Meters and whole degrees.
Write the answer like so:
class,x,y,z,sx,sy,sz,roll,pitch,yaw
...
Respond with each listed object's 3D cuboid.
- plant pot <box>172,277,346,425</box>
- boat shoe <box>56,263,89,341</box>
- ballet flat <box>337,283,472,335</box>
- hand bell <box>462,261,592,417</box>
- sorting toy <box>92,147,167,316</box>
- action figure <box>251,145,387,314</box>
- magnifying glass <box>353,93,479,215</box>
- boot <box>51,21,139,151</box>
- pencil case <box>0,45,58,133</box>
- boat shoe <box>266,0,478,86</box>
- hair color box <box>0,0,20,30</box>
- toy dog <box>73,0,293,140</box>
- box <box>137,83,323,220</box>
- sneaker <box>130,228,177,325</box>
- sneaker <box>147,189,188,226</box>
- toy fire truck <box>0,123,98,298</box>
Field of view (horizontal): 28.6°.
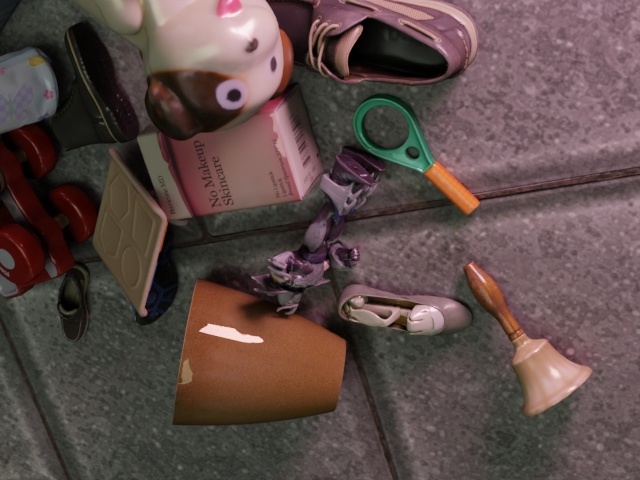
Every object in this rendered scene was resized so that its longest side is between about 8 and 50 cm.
class,x,y,z,sx,sy,sz,roll,pitch,yaw
plant pot,-0.093,0.198,2.007,0.254,0.237,0.237,10,119,-2
boat shoe,-0.431,0.113,2.159,0.056,0.049,0.152,12,119,12
ballet flat,0.129,0.120,1.970,0.213,0.068,0.072,10,118,13
hand bell,0.294,0.136,1.919,0.126,0.126,0.242,-36,89,29
sorting toy,-0.295,-0.014,1.964,0.193,0.038,0.208,48,136,41
action figure,0.000,0.000,1.900,0.099,0.185,0.285,35,116,18
magnifying glass,0.145,-0.125,1.869,0.231,0.026,0.092,42,120,-6
boot,-0.387,-0.231,1.964,0.137,0.077,0.197,-11,110,28
pencil case,-0.537,-0.213,1.904,0.113,0.273,0.124,26,128,48
boat shoe,0.039,-0.291,1.759,0.356,0.130,0.132,7,117,15
hair color box,-0.644,-0.311,1.982,0.185,0.113,0.374,41,120,-4
toy dog,-0.215,-0.330,1.691,0.408,0.285,0.395,53,139,12
box,-0.134,-0.132,1.897,0.232,0.127,0.148,-9,113,21
sneaker,-0.291,0.045,2.077,0.081,0.080,0.211,31,129,35
sneaker,-0.262,-0.072,2.016,0.118,0.042,0.067,20,123,0
toy fire truck,-0.532,-0.050,2.060,0.254,0.169,0.302,-17,110,45
